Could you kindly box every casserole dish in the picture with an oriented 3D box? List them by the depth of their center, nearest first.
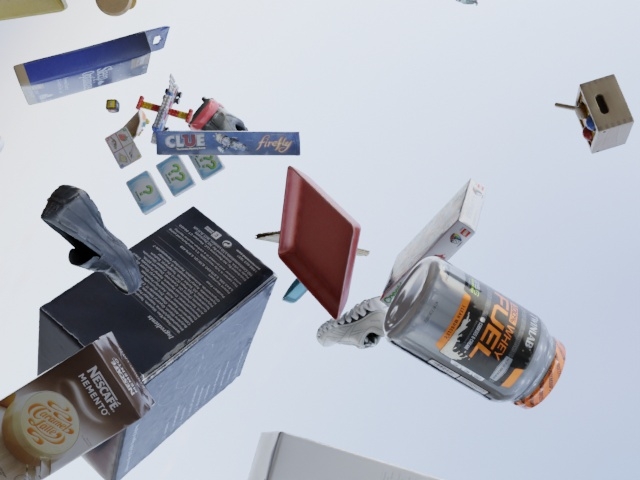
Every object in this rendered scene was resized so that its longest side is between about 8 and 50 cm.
[{"bbox_3d":[-0.036,0.104,2.213,0.188,0.037,0.114,-45,-173,34],"label":"casserole dish"}]

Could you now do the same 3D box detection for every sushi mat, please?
[{"bbox_3d":[-0.021,0.012,2.334,0.151,0.316,0.019,-5,-104,47],"label":"sushi mat"}]

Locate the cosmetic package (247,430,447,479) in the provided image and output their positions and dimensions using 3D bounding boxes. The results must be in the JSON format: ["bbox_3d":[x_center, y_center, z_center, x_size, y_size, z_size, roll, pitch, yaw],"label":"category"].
[{"bbox_3d":[0.069,0.600,1.995,0.230,0.453,0.161,142,-35,-69],"label":"cosmetic package"}]

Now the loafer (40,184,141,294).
[{"bbox_3d":[-0.348,0.013,1.248,0.076,0.223,0.078,12,-125,34],"label":"loafer"}]

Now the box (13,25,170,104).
[{"bbox_3d":[-0.329,-0.257,1.213,0.225,0.036,0.136,-21,-177,-14],"label":"box"}]

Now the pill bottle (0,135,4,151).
[{"bbox_3d":[-0.706,-0.210,1.517,0.121,0.216,0.121,-33,-149,23],"label":"pill bottle"}]

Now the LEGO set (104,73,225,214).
[{"bbox_3d":[-0.320,-0.198,1.582,0.182,0.244,0.060,-30,165,-2],"label":"LEGO set"}]

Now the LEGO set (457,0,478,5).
[{"bbox_3d":[0.353,-0.635,1.741,0.132,0.107,0.287,-120,-141,-85],"label":"LEGO set"}]

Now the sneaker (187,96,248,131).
[{"bbox_3d":[-0.239,-0.266,1.968,0.097,0.135,0.276,-50,-175,2],"label":"sneaker"}]

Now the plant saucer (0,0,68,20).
[{"bbox_3d":[-0.734,-0.564,1.747,0.333,0.333,0.081,140,-62,-80],"label":"plant saucer"}]

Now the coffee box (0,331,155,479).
[{"bbox_3d":[-0.401,0.268,1.270,0.246,0.141,0.098,-33,-179,4],"label":"coffee box"}]

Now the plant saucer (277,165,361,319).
[{"bbox_3d":[0.000,0.000,1.806,0.258,0.048,0.259,45,-40,39],"label":"plant saucer"}]

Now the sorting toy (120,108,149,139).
[{"bbox_3d":[-0.463,-0.274,2.049,0.083,0.045,0.075,-39,-151,28],"label":"sorting toy"}]

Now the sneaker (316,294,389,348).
[{"bbox_3d":[0.093,0.250,2.258,0.292,0.110,0.118,-35,-108,47],"label":"sneaker"}]

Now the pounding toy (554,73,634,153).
[{"bbox_3d":[0.548,-0.258,1.659,0.100,0.130,0.141,-17,-110,5],"label":"pounding toy"}]

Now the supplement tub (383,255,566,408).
[{"bbox_3d":[0.296,0.182,1.579,0.193,0.316,0.193,-58,-172,13],"label":"supplement tub"}]

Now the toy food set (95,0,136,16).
[{"bbox_3d":[-0.450,-0.531,1.794,0.083,0.082,0.020,-34,-169,-1],"label":"toy food set"}]

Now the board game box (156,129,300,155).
[{"bbox_3d":[-0.161,-0.174,1.465,0.165,0.243,0.042,-122,-148,-80],"label":"board game box"}]

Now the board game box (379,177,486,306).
[{"bbox_3d":[0.262,0.011,1.918,0.305,0.053,0.193,-50,-173,36],"label":"board game box"}]

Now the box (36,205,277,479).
[{"bbox_3d":[-0.404,0.254,1.990,0.472,0.297,0.480,-41,163,-40],"label":"box"}]
